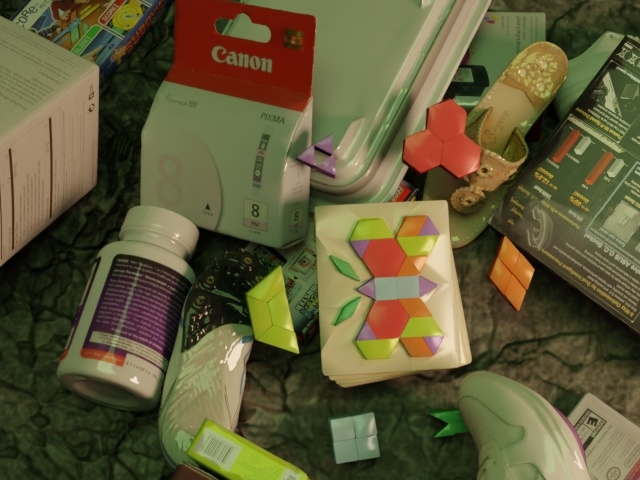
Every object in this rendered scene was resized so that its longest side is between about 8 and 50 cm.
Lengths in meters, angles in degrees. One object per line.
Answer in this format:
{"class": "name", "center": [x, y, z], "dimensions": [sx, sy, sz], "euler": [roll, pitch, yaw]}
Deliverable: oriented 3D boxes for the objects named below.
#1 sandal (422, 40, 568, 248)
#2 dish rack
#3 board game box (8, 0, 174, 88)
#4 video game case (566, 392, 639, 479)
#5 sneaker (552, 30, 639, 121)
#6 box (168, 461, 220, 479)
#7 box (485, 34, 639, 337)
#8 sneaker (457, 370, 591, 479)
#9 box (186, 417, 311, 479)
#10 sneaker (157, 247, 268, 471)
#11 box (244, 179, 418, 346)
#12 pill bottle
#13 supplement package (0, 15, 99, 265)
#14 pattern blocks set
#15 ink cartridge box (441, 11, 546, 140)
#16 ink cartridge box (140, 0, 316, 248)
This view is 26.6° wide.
{"class": "sandal", "center": [0.177, -0.102, 1.395], "dimensions": [0.088, 0.079, 0.240], "euler": [31, 95, 3]}
{"class": "dish rack", "center": [0.002, -0.203, 1.461], "dimensions": [0.286, 0.072, 0.332], "euler": [19, 73, 31]}
{"class": "board game box", "center": [-0.284, -0.249, 1.581], "dimensions": [0.136, 0.035, 0.201], "euler": [31, 70, 17]}
{"class": "video game case", "center": [0.272, 0.273, 1.290], "dimensions": [0.183, 0.023, 0.201], "euler": [35, 71, 19]}
{"class": "sneaker", "center": [0.349, -0.199, 1.490], "dimensions": [0.212, 0.080, 0.094], "euler": [-16, 52, -2]}
{"class": "box", "center": [-0.096, 0.338, 1.204], "dimensions": [0.167, 0.168, 0.203], "euler": [26, 68, 16]}
{"class": "box", "center": [0.361, -0.022, 1.358], "dimensions": [0.307, 0.076, 0.242], "euler": [37, 92, 20]}
{"class": "sneaker", "center": [0.180, 0.250, 1.214], "dimensions": [0.152, 0.114, 0.305], "euler": [-18, 55, -13]}
{"class": "box", "center": [-0.054, 0.223, 1.255], "dimensions": [0.109, 0.178, 0.042], "euler": [27, 76, 16]}
{"class": "sneaker", "center": [-0.110, 0.120, 1.354], "dimensions": [0.085, 0.086, 0.237], "euler": [17, 70, -6]}
{"class": "box", "center": [0.000, 0.000, 1.436], "dimensions": [0.114, 0.036, 0.207], "euler": [33, 71, 18]}
{"class": "pill bottle", "center": [-0.188, 0.067, 1.378], "dimensions": [0.108, 0.108, 0.193], "euler": [11, 66, 10]}
{"class": "supplement package", "center": [-0.384, -0.077, 1.376], "dimensions": [0.178, 0.175, 0.293], "euler": [28, 47, 17]}
{"class": "pattern blocks set", "center": [0.069, 0.046, 1.333], "dimensions": [0.285, 0.026, 0.324], "euler": [-18, 91, -7]}
{"class": "ink cartridge box", "center": [0.158, -0.182, 1.493], "dimensions": [0.175, 0.072, 0.127], "euler": [2, 65, 5]}
{"class": "ink cartridge box", "center": [-0.098, -0.123, 1.390], "dimensions": [0.189, 0.232, 0.066], "euler": [15, 27, 31]}
